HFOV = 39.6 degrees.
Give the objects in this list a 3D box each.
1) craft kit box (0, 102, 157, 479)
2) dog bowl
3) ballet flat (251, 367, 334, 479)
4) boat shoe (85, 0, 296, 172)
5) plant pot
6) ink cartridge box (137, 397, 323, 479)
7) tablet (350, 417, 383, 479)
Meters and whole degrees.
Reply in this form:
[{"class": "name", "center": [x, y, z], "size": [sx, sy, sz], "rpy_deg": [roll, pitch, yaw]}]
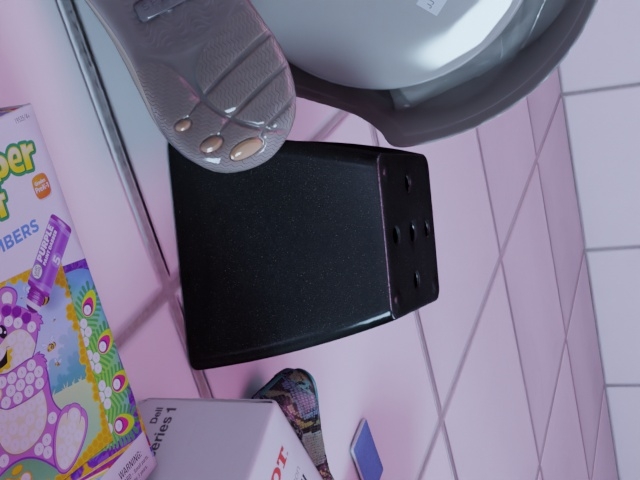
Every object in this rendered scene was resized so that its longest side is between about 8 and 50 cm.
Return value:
[{"class": "craft kit box", "center": [-0.196, 0.084, 0.439], "size": [0.250, 0.061, 0.246], "rpy_deg": [-50, 128, -58]}, {"class": "dog bowl", "center": [0.047, -0.249, 0.709], "size": [0.102, 0.349, 0.349], "rpy_deg": [-80, 154, -55]}, {"class": "ballet flat", "center": [-0.025, 0.207, 0.800], "size": [0.070, 0.070, 0.188], "rpy_deg": [-41, 121, -61]}, {"class": "boat shoe", "center": [-0.122, -0.199, 0.605], "size": [0.116, 0.123, 0.324], "rpy_deg": [-133, -158, -75]}, {"class": "plant pot", "center": [0.000, 0.000, 0.748], "size": [0.187, 0.167, 0.188], "rpy_deg": [-10, 96, -65]}, {"class": "ink cartridge box", "center": [-0.058, 0.272, 0.629], "size": [0.201, 0.117, 0.278], "rpy_deg": [-70, 145, -43]}, {"class": "tablet", "center": [0.053, 0.250, 1.013], "size": [0.054, 0.006, 0.083], "rpy_deg": [-59, 137, -52]}]
